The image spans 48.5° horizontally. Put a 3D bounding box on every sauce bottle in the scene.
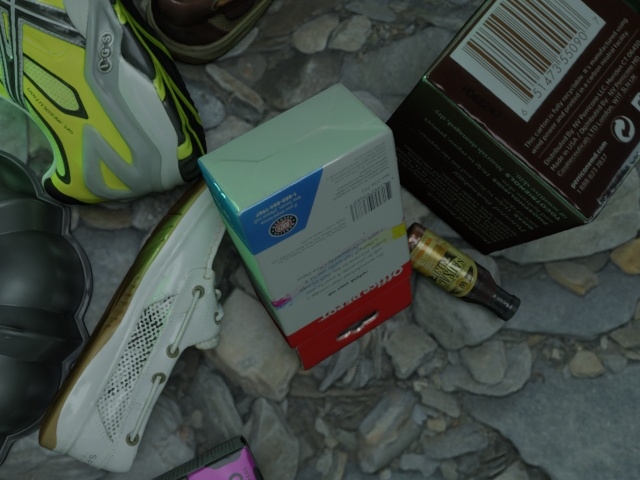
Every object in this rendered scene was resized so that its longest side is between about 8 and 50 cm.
[{"bbox_3d":[0.133,0.032,0.682,0.128,0.042,0.042,32,78,-1],"label":"sauce bottle"}]

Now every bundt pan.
[{"bbox_3d":[-0.357,0.048,0.562,0.331,0.124,0.330,2,81,-10],"label":"bundt pan"}]

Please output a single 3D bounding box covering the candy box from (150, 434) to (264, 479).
[{"bbox_3d":[-0.135,0.288,0.585,0.233,0.071,0.159,-25,86,-11],"label":"candy box"}]

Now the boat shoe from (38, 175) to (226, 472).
[{"bbox_3d":[-0.130,0.064,0.615,0.096,0.098,0.277,32,76,-16],"label":"boat shoe"}]

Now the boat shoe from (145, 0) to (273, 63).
[{"bbox_3d":[-0.041,-0.322,0.668,0.123,0.123,0.342,39,78,-1],"label":"boat shoe"}]

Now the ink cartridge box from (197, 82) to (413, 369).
[{"bbox_3d":[0.000,0.000,0.609,0.134,0.231,0.078,-30,51,-12],"label":"ink cartridge box"}]

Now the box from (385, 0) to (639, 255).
[{"bbox_3d":[0.170,-0.111,0.628,0.167,0.203,0.168,40,78,-1],"label":"box"}]

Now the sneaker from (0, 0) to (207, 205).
[{"bbox_3d":[-0.234,-0.201,0.572,0.147,0.145,0.384,-23,102,5],"label":"sneaker"}]
